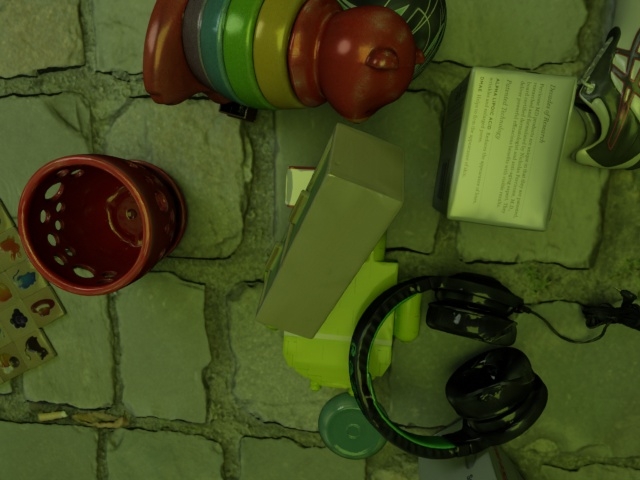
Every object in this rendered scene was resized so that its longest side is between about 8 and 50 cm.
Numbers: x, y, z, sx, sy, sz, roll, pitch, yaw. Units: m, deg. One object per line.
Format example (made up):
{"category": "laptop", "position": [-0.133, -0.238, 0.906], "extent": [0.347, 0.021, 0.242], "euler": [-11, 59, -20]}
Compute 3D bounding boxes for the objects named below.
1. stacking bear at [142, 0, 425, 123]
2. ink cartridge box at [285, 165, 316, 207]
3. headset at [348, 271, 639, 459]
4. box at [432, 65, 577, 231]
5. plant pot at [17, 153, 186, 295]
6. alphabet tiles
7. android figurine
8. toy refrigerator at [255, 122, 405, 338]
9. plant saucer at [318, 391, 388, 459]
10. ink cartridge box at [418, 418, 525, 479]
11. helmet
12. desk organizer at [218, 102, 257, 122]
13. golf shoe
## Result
{"category": "stacking bear", "position": [-0.032, -0.215, 0.574], "extent": [0.289, 0.175, 0.164], "euler": [18, 112, 24]}
{"category": "ink cartridge box", "position": [0.011, -0.074, 0.713], "extent": [0.099, 0.135, 0.056], "euler": [3, 96, 6]}
{"category": "headset", "position": [0.239, 0.152, 0.683], "extent": [0.394, 0.185, 0.243], "euler": [-14, 89, -12]}
{"category": "box", "position": [0.226, -0.114, 0.656], "extent": [0.119, 0.181, 0.181], "euler": [8, 99, 5]}
{"category": "plant pot", "position": [-0.301, -0.029, 0.739], "extent": [0.191, 0.174, 0.191], "euler": [1, 98, 7]}
{"category": "alphabet tiles", "position": [-0.614, 0.089, 0.879], "extent": [0.285, 0.011, 0.342], "euler": [-27, 94, 10]}
{"category": "android figurine", "position": [0.031, 0.109, 0.777], "extent": [0.248, 0.056, 0.272], "euler": [3, 97, 6]}
{"category": "toy refrigerator", "position": [0.000, 0.000, 0.618], "extent": [0.094, 0.102, 0.269], "euler": [20, 134, -9]}
{"category": "plant saucer", "position": [0.054, 0.308, 0.822], "extent": [0.119, 0.021, 0.119], "euler": [1, 99, 6]}
{"category": "ink cartridge box", "position": [0.268, 0.430, 0.719], "extent": [0.121, 0.211, 0.289], "euler": [-35, 92, 12]}
{"category": "helmet", "position": [0.078, -0.278, 0.662], "extent": [0.162, 0.169, 0.169], "euler": [30, 101, 18]}
{"category": "desk organizer", "position": [-0.109, -0.245, 0.745], "extent": [0.047, 0.050, 0.130], "euler": [16, 100, 4]}
{"category": "golf shoe", "position": [0.398, -0.228, 0.661], "extent": [0.120, 0.105, 0.272], "euler": [-3, 98, 15]}
